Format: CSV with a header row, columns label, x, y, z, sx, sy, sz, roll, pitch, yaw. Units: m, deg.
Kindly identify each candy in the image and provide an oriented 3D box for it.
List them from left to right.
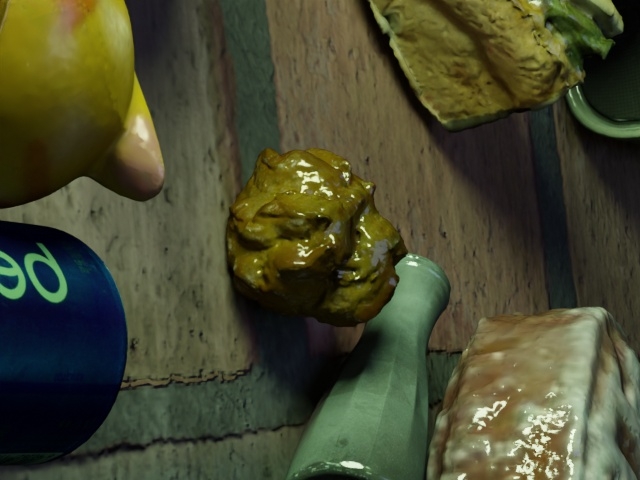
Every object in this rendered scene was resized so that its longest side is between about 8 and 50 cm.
label,x,y,z,sx,sy,sz,roll,pitch,yaw
candy,0.153,0.176,1.351,0.289,0.157,0.214,-74,156,-47

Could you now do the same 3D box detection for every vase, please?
label,x,y,z,sx,sy,sz,roll,pitch,yaw
vase,0.039,0.098,1.259,0.086,0.086,0.214,59,32,-32

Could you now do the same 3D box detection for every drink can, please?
label,x,y,z,sx,sy,sz,roll,pitch,yaw
drink can,-0.183,0.043,0.855,0.205,0.118,0.118,9,74,-60

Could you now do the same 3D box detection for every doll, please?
label,x,y,z,sx,sy,sz,roll,pitch,yaw
doll,-0.189,-0.112,0.843,0.269,0.166,0.162,27,78,-49

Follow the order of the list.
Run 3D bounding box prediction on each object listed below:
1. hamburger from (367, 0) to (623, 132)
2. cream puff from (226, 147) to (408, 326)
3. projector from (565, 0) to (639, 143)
label,x,y,z,sx,sy,sz,roll,pitch,yaw
hamburger,0.110,-0.199,1.404,0.208,0.155,0.135,50,37,-30
cream puff,0.000,0.000,1.202,0.116,0.094,0.122,-37,118,-54
projector,0.368,-0.210,1.733,0.249,0.248,0.249,3,79,-59
